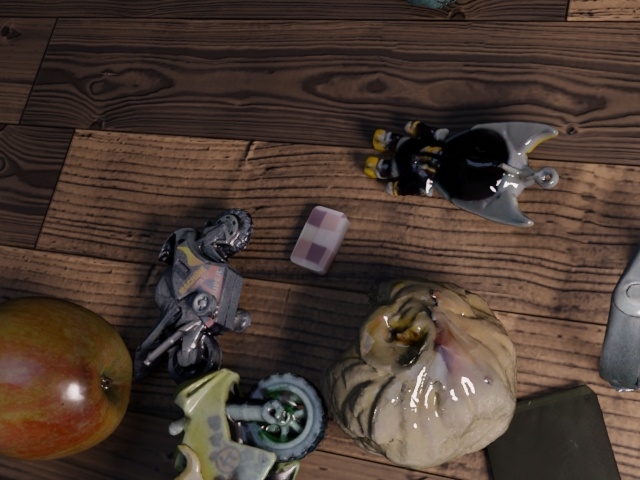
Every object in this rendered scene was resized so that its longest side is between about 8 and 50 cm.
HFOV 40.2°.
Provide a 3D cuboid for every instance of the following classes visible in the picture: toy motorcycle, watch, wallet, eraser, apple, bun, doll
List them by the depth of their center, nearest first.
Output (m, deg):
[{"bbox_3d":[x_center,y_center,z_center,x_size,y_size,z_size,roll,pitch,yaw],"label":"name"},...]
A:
[{"bbox_3d":[0.422,0.089,1.141,0.068,0.193,0.206,20,57,26],"label":"watch"},{"bbox_3d":[0.316,0.323,1.161,0.169,0.052,0.245,-18,57,18],"label":"wallet"},{"bbox_3d":[0.138,0.170,1.179,0.282,0.204,0.281,-4,62,8],"label":"bun"},{"bbox_3d":[-0.162,0.356,1.251,0.237,0.169,0.410,23,78,28],"label":"toy motorcycle"},{"bbox_3d":[0.211,-0.109,1.340,0.316,0.103,0.145,13,58,32],"label":"doll"},{"bbox_3d":[-0.423,0.213,1.356,0.234,0.257,0.256,-3,68,21],"label":"apple"},{"bbox_3d":[0.000,0.000,1.415,0.065,0.026,0.105,18,77,28],"label":"eraser"},{"bbox_3d":[-0.204,0.088,1.415,0.173,0.108,0.307,5,72,31],"label":"toy motorcycle"}]

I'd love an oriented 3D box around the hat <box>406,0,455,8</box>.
[{"bbox_3d":[0.197,-0.446,1.499,0.138,0.078,0.191,-24,44,0],"label":"hat"}]
